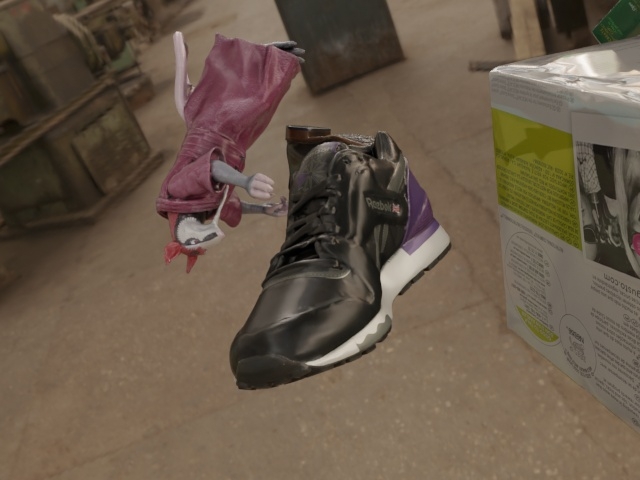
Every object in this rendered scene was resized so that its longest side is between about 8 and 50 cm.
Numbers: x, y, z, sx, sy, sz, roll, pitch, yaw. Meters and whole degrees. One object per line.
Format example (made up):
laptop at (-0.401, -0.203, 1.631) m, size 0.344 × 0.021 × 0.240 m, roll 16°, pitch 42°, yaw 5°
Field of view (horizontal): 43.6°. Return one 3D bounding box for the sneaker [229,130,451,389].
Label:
sneaker at (0.000, 0.000, 0.577) m, size 0.107 × 0.124 × 0.283 m, roll -17°, pitch 12°, yaw 28°

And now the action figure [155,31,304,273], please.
action figure at (-0.162, -0.134, 1.159) m, size 0.276 × 0.248 × 0.370 m, roll 21°, pitch 71°, yaw 4°

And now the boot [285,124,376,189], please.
boot at (0.027, -0.113, 1.221) m, size 0.082 × 0.106 × 0.219 m, roll -6°, pitch 17°, yaw -41°

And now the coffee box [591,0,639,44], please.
coffee box at (0.417, -0.302, 0.938) m, size 0.113 × 0.040 × 0.184 m, roll -22°, pitch -17°, yaw -33°

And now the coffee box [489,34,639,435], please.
coffee box at (0.407, -0.026, 0.818) m, size 0.338 × 0.334 × 0.338 m, roll -14°, pitch 21°, yaw -13°
